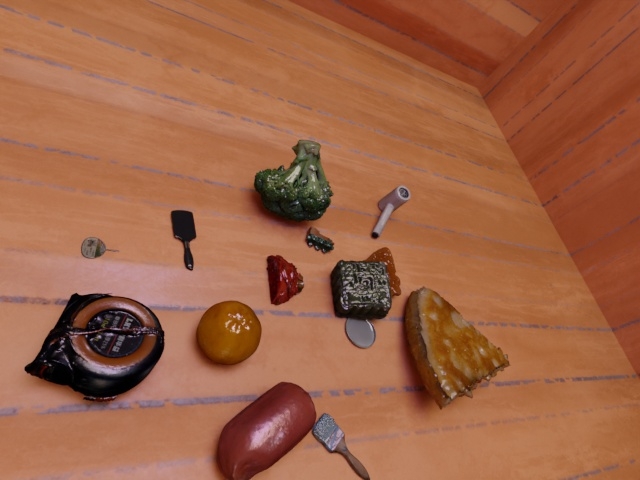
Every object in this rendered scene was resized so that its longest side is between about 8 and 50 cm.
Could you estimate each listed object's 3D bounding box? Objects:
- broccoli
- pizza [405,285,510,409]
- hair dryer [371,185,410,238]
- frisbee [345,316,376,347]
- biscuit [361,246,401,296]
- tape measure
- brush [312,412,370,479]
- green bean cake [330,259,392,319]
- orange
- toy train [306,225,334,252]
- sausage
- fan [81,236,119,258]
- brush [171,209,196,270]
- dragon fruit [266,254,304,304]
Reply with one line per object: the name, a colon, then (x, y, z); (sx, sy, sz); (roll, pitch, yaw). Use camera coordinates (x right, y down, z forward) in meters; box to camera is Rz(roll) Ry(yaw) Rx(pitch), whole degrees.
broccoli: (-0.071, -0.187, 1.298); (0.270, 0.270, 0.270); (17, 23, -7)
pizza: (0.455, 0.378, 1.330); (0.406, 0.130, 0.439); (24, 37, -18)
hair dryer: (0.254, -0.104, 1.568); (0.073, 0.131, 0.236); (39, 58, -7)
frisbee: (0.124, 0.280, 1.256); (0.110, 0.014, 0.110); (17, 50, -22)
biscuit: (0.198, 0.127, 1.397); (0.183, 0.043, 0.280); (28, 45, -9)
tape measure: (-0.445, 0.216, 0.842); (0.223, 0.135, 0.202); (24, 38, -21)
brush: (0.059, 0.530, 1.025); (0.196, 0.021, 0.070); (49, 45, 4)
green bean cake: (0.131, 0.148, 1.270); (0.182, 0.094, 0.173); (5, 57, -12)
orange: (-0.217, 0.220, 0.986); (0.159, 0.136, 0.158); (20, 46, -23)
toy train: (0.000, 0.000, 1.364); (0.103, 0.044, 0.064); (26, 37, -16)
sausage: (-0.114, 0.416, 0.907); (0.255, 0.148, 0.148); (-23, 73, -42)
fan: (-0.552, 0.014, 1.006); (0.080, 0.003, 0.060); (-20, 72, -41)
brush: (-0.375, -0.003, 1.129); (0.063, 0.016, 0.193); (1, 57, -33)
dragon fruit: (-0.093, 0.105, 1.197); (0.107, 0.083, 0.162); (11, 50, -30)
